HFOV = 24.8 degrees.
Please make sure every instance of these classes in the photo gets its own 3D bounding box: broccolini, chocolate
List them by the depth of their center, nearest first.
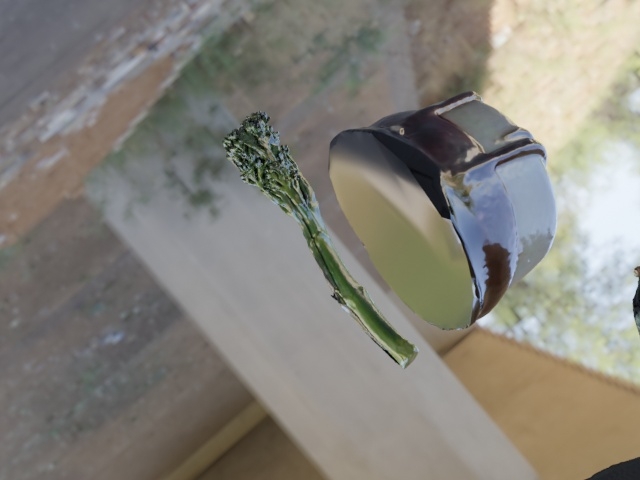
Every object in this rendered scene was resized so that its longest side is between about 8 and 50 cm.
[{"bbox_3d":[0.000,0.000,1.133,0.051,0.239,0.054,-21,160,-39],"label":"broccolini"},{"bbox_3d":[0.159,-0.053,1.691,0.186,0.283,0.283,-34,180,-18],"label":"chocolate"}]

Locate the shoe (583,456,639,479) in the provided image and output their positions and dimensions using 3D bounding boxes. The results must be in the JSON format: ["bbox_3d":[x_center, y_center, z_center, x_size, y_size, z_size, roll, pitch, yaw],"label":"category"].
[{"bbox_3d":[0.319,0.228,1.226,0.241,0.093,0.108,-29,-148,7],"label":"shoe"}]

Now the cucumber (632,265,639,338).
[{"bbox_3d":[0.269,0.148,0.938,0.067,0.293,0.067,-15,162,-5],"label":"cucumber"}]
